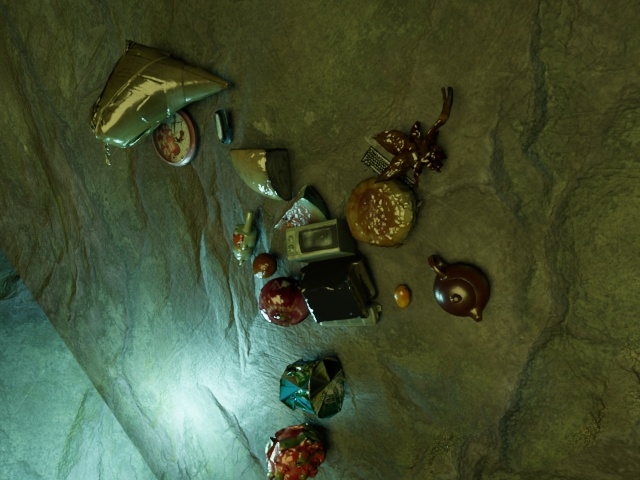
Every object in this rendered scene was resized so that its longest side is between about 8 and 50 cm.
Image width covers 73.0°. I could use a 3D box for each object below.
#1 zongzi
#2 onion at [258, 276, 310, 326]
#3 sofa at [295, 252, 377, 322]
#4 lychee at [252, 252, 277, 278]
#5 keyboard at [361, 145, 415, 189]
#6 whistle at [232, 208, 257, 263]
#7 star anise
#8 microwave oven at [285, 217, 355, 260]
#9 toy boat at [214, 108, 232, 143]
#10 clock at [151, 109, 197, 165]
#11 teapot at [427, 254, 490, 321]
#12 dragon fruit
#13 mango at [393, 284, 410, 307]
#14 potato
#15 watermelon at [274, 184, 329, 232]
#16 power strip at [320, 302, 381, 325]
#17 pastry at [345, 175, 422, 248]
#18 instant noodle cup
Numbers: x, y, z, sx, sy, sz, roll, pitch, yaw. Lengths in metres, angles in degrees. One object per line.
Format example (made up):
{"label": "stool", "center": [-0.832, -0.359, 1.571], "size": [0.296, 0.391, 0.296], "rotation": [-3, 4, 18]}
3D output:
{"label": "zongzi", "center": [-0.644, -0.481, 1.660], "size": [0.466, 0.218, 0.500], "rotation": [27, 88, 21]}
{"label": "onion", "center": [-0.133, 0.228, 1.681], "size": [0.207, 0.200, 0.201], "rotation": [33, 118, 14]}
{"label": "sofa", "center": [0.065, 0.169, 1.596], "size": [0.258, 0.182, 0.200], "rotation": [-13, 115, 29]}
{"label": "lychee", "center": [-0.226, 0.098, 1.757], "size": [0.101, 0.140, 0.114], "rotation": [-3, 84, -7]}
{"label": "keyboard", "center": [0.227, -0.230, 1.452], "size": [0.202, 0.011, 0.067], "rotation": [43, 121, 12]}
{"label": "whistle", "center": [-0.307, -0.010, 1.758], "size": [0.102, 0.105, 0.253], "rotation": [45, 130, 38]}
{"label": "star anise", "center": [0.291, -0.305, 1.310], "size": [0.237, 0.148, 0.346], "rotation": [42, 113, 10]}
{"label": "microwave oven", "center": [0.000, 0.000, 1.531], "size": [0.205, 0.163, 0.129], "rotation": [-10, 81, 24]}
{"label": "toy boat", "center": [-0.378, -0.445, 1.694], "size": [0.060, 0.061, 0.137], "rotation": [11, 119, 35]}
{"label": "clock", "center": [-0.618, -0.438, 1.834], "size": [0.244, 0.056, 0.245], "rotation": [8, 106, 28]}
{"label": "teapot", "center": [0.431, 0.149, 1.381], "size": [0.178, 0.135, 0.252], "rotation": [-44, 83, 27]}
{"label": "dragon fruit", "center": [-0.103, 0.913, 1.854], "size": [0.303, 0.231, 0.237], "rotation": [-46, 69, 21]}
{"label": "mango", "center": [0.289, 0.201, 1.529], "size": [0.060, 0.046, 0.089], "rotation": [12, 123, 28]}
{"label": "potato", "center": [-0.253, -0.244, 1.609], "size": [0.264, 0.189, 0.211], "rotation": [8, 109, 27]}
{"label": "watermelon", "center": [-0.082, -0.091, 1.629], "size": [0.241, 0.094, 0.154], "rotation": [-27, 119, 37]}
{"label": "power strip", "center": [0.104, 0.283, 1.650], "size": [0.272, 0.052, 0.078], "rotation": [-8, 101, 31]}
{"label": "pastry", "center": [0.204, -0.097, 1.441], "size": [0.257, 0.120, 0.236], "rotation": [13, 108, 34]}
{"label": "instant noodle cup", "center": [-0.035, 0.580, 1.729], "size": [0.178, 0.240, 0.240], "rotation": [-10, 100, 39]}
